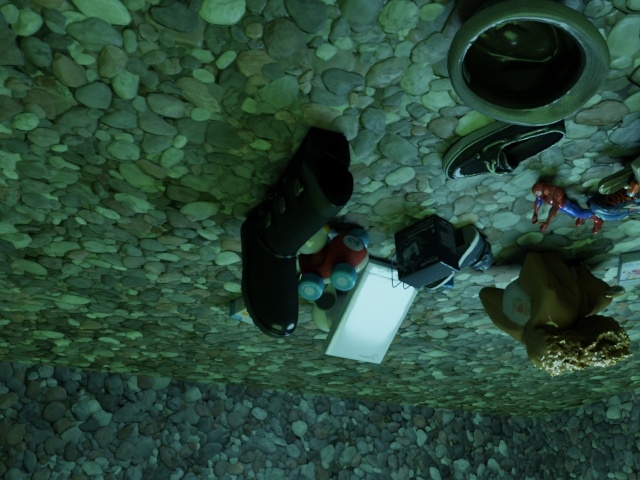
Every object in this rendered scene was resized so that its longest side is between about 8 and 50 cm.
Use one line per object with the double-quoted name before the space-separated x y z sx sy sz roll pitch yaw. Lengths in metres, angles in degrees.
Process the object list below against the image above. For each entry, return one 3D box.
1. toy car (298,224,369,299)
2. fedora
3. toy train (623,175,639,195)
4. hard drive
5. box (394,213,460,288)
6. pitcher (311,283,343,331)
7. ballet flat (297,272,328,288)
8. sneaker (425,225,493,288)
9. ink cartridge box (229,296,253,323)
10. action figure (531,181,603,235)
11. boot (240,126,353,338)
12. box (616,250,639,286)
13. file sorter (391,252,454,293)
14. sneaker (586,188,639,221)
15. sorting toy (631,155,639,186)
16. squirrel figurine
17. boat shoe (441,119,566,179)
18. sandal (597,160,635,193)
"toy car" 0.000 0.000 1.563 0.210 0.219 0.238 -18 117 28
"fedora" 0.362 -0.341 1.003 0.275 0.124 0.244 16 145 -10
"toy train" 0.800 -0.172 1.315 0.125 0.046 0.166 -14 137 -19
"hard drive" 0.176 0.243 1.869 0.232 0.047 0.353 16 108 -27
"box" 0.304 0.034 1.609 0.093 0.159 0.156 25 141 -36
"pitcher" 0.029 0.267 1.983 0.125 0.178 0.207 -10 148 0
"ballet flat" -0.080 0.132 1.879 0.213 0.072 0.068 -1 122 -1
"sneaker" 0.424 0.078 1.685 0.226 0.086 0.163 -49 137 10
"ink cartridge box" -0.241 0.243 2.052 0.104 0.062 0.181 24 141 -36
"action figure" 0.626 -0.061 1.476 0.280 0.091 0.139 26 97 -34
"boot" -0.050 -0.002 1.361 0.146 0.367 0.445 -1 154 -35
"box" 1.059 0.088 1.829 0.145 0.038 0.186 -12 147 18
"file sorter" 0.317 0.097 1.755 0.170 0.118 0.104 9 154 -15
"sneaker" 0.811 -0.111 1.464 0.221 0.083 0.087 -6 136 -1
"sorting toy" 0.865 -0.167 1.252 0.255 0.089 0.257 -40 136 16
"squirrel figurine" 0.775 0.231 1.739 0.370 0.397 0.281 0 142 -26
"boat shoe" 0.410 -0.199 1.267 0.301 0.102 0.108 -26 141 36
"sandal" 0.758 -0.165 1.374 0.180 0.049 0.072 -17 138 -7
